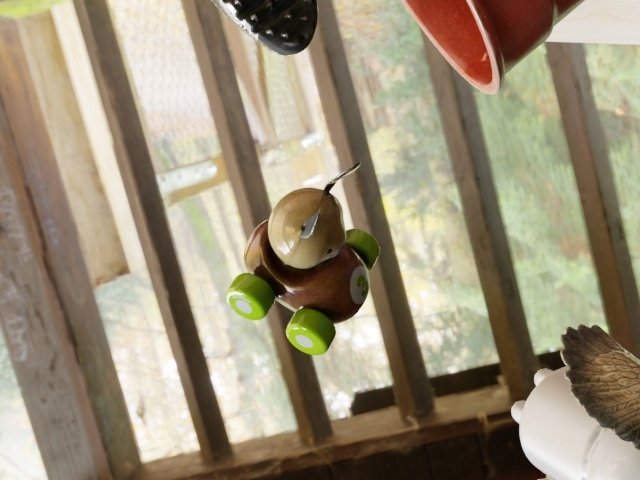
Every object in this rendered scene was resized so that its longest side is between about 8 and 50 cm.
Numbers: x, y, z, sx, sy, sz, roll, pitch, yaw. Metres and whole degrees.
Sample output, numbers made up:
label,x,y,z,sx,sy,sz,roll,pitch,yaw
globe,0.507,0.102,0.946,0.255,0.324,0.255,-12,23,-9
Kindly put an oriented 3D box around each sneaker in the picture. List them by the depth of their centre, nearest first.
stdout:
label,x,y,z,sx,sy,sz,roll,pitch,yaw
sneaker,-0.086,-0.243,0.684,0.078,0.234,0.106,-41,-176,-8

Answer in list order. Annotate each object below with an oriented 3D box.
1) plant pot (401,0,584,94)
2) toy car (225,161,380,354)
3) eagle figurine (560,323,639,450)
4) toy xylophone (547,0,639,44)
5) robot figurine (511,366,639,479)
label,x,y,z,sx,sy,sz,roll,pitch,yaw
plant pot,0.186,-0.313,0.733,0.265,0.272,0.272,-34,-175,4
toy car,0.000,0.000,0.900,0.155,0.149,0.188,-59,176,-36
eagle figurine,0.459,0.189,1.015,0.225,0.298,0.226,-17,-155,53
toy xylophone,0.353,-0.349,1.106,0.322,0.236,0.081,14,-118,20
robot figurine,0.467,0.330,1.381,0.300,0.200,0.353,-56,-154,-1
